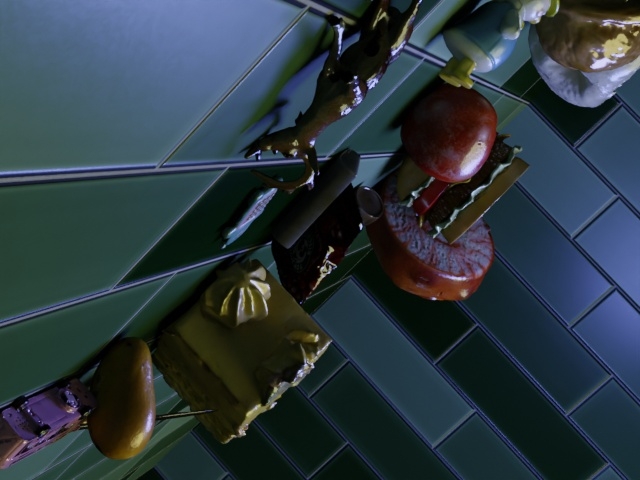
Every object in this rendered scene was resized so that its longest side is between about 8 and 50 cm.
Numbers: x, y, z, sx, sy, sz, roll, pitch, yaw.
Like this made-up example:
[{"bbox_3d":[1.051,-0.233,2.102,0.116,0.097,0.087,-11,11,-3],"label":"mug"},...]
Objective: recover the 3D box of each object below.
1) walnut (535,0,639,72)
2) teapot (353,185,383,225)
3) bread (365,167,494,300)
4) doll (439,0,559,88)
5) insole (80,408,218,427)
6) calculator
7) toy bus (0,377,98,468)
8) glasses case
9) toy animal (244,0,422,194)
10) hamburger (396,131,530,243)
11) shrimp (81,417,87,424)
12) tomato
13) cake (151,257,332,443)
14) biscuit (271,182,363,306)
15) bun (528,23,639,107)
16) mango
[{"bbox_3d":[0.457,-0.385,1.783,0.257,0.257,0.224,-33,136,-57],"label":"walnut"},{"bbox_3d":[0.075,-0.064,2.242,0.121,0.076,0.068,2,151,-42],"label":"teapot"},{"bbox_3d":[0.244,-0.019,2.482,0.295,0.327,0.114,8,142,-26],"label":"bread"},{"bbox_3d":[0.269,-0.325,1.601,0.241,0.099,0.135,-41,168,-6],"label":"doll"},{"bbox_3d":[-0.313,0.286,1.722,0.328,0.007,0.111,-1,166,-35],"label":"insole"},{"bbox_3d":[-0.103,-0.037,1.558,0.094,0.019,0.141,-40,173,-47],"label":"calculator"},{"bbox_3d":[-0.387,0.249,1.503,0.090,0.063,0.203,-44,172,17],"label":"toy bus"},{"bbox_3d":[-0.007,-0.070,1.811,0.190,0.042,0.072,-46,-172,26],"label":"glasses case"},{"bbox_3d":[0.028,-0.167,1.212,0.243,0.087,0.260,-40,170,-15],"label":"toy animal"},{"bbox_3d":[0.286,-0.146,2.333,0.274,0.212,0.274,-45,177,-3],"label":"hamburger"},{"bbox_3d":[-0.371,0.272,1.864,0.101,0.042,0.190,-21,-169,43],"label":"shrimp"},{"bbox_3d":[0.224,-0.199,1.951,0.187,0.151,0.187,-171,-90,-78],"label":"tomato"},{"bbox_3d":[-0.134,0.181,1.864,0.222,0.227,0.286,-41,175,-25],"label":"cake"},{"bbox_3d":[-0.001,-0.005,1.881,0.235,0.063,0.151,-48,-144,32],"label":"biscuit"},{"bbox_3d":[0.536,-0.430,2.079,0.359,0.211,0.360,-51,-179,1],"label":"bun"},{"bbox_3d":[-0.295,0.234,1.620,0.090,0.178,0.115,10,160,-44],"label":"mango"}]
